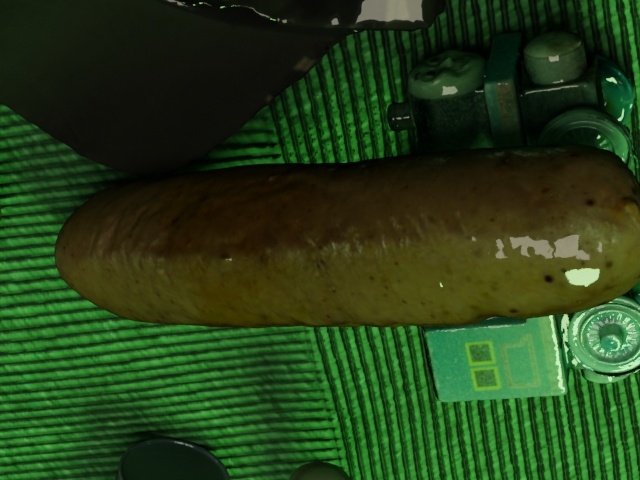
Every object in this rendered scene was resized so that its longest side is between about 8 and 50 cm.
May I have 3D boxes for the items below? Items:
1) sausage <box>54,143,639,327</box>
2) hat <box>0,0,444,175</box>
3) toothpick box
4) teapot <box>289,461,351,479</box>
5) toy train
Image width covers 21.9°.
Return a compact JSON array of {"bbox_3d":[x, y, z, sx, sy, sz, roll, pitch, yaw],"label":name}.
[{"bbox_3d":[-0.002,0.001,1.195,0.500,0.136,0.123,-4,106,30],"label":"sausage"},{"bbox_3d":[-0.129,-0.225,1.173,0.366,0.257,0.381,27,156,-27],"label":"hat"},{"bbox_3d":[-0.143,0.264,1.456,0.101,0.101,0.153,14,121,-2],"label":"toothpick box"},{"bbox_3d":[-0.021,0.322,1.448,0.220,0.149,0.318,-18,117,14],"label":"teapot"},{"bbox_3d":[0.154,-0.014,1.258,0.194,0.120,0.298,-5,119,15],"label":"toy train"}]
